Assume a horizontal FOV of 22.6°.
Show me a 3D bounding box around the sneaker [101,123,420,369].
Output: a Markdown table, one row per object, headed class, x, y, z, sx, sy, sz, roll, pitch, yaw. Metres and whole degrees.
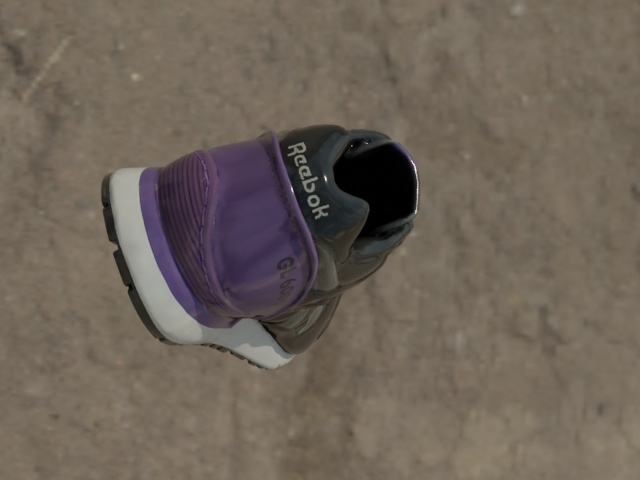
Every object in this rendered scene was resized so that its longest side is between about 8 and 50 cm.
| class | x | y | z | sx | sy | sz | roll | pitch | yaw |
| --- | --- | --- | --- | --- | --- | --- | --- | --- | --- |
| sneaker | 0.000 | 0.000 | 0.806 | 0.283 | 0.124 | 0.107 | 2 | 68 | -78 |
